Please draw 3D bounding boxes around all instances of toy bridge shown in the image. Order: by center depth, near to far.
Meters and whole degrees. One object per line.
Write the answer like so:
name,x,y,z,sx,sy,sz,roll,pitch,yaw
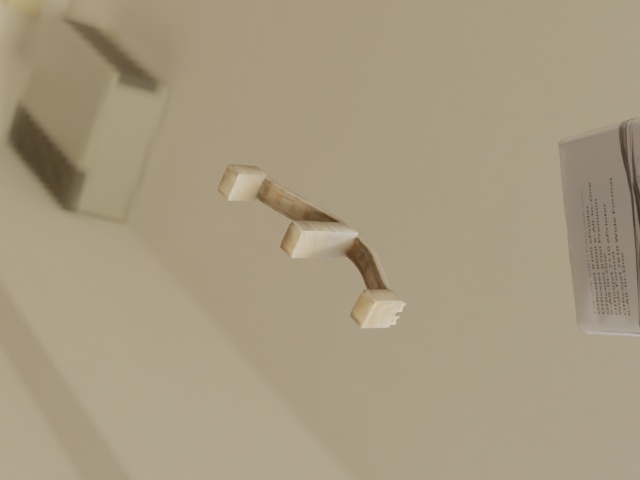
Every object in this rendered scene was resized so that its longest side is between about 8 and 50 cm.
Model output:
toy bridge,0.000,0.000,1.322,0.188,0.063,0.026,43,-61,37

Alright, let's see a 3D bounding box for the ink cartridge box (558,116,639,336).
ink cartridge box,0.284,-0.019,0.988,0.307,0.223,0.129,171,-88,-80
